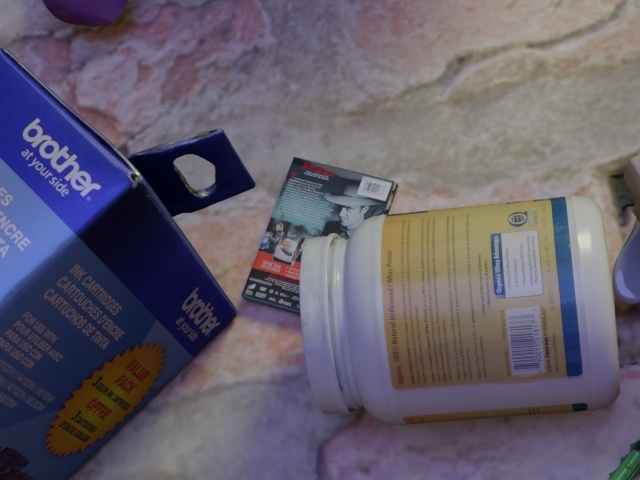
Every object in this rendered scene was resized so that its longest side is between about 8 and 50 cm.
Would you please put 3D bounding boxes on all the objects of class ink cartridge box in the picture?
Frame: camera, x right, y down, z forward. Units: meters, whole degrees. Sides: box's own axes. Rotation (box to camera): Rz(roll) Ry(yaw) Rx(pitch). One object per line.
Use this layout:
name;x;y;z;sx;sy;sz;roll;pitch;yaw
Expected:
ink cartridge box;-0.222;0.056;0.935;0.151;0.270;0.395;41;82;21

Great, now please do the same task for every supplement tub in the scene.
supplement tub;0.095;0.049;0.939;0.199;0.144;0.144;-5;67;10

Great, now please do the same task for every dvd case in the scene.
dvd case;0.000;0.000;1.051;0.087;0.013;0.119;14;73;17

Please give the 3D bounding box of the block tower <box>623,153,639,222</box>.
block tower;0.368;-0.072;0.939;0.335;0.097;0.091;-25;66;-8

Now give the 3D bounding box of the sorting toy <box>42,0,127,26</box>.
sorting toy;-0.131;-0.339;1.187;0.126;0.127;0.365;25;76;50

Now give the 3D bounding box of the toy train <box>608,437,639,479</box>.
toy train;0.197;0.167;0.936;0.017;0.024;0.083;35;79;22

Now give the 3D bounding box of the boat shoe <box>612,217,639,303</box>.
boat shoe;0.231;0.005;0.987;0.035;0.035;0.100;17;65;9
